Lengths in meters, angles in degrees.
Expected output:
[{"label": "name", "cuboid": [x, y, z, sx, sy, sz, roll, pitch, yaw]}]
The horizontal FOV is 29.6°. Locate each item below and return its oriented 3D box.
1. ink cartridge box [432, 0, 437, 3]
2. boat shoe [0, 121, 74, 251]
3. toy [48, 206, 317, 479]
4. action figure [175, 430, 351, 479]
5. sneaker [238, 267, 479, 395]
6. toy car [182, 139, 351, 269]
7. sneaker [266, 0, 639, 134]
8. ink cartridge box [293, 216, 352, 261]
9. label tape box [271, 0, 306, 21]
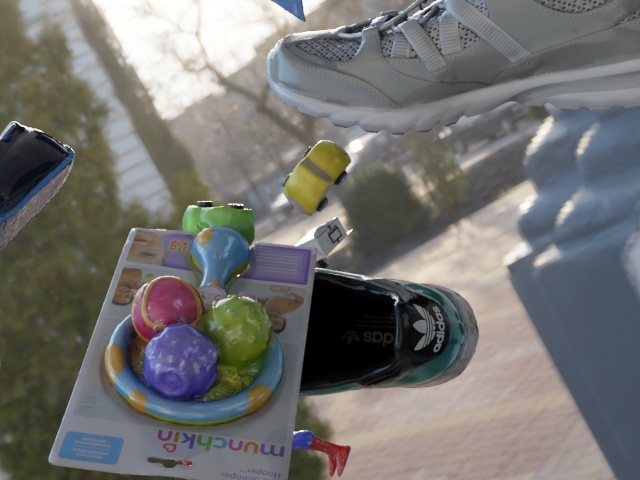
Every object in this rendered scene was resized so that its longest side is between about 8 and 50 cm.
[{"label": "ink cartridge box", "cuboid": [0.307, -0.309, 1.602, 0.269, 0.151, 0.395, -5, 20, 19]}, {"label": "boat shoe", "cuboid": [-0.335, -0.026, 1.140, 0.109, 0.089, 0.258, -54, 1, 33]}, {"label": "toy", "cuboid": [-0.076, 0.050, 0.768, 0.136, 0.056, 0.237, 7, 33, 1]}, {"label": "action figure", "cuboid": [-0.111, 0.318, 1.785, 0.091, 0.280, 0.139, 135, 157, -72]}, {"label": "sneaker", "cuboid": [-0.040, 0.068, 0.924, 0.302, 0.108, 0.121, -7, -12, 25]}, {"label": "toy car", "cuboid": [-0.076, -0.012, 1.553, 0.224, 0.239, 0.053, 3, 4, 12]}, {"label": "sneaker", "cuboid": [0.099, -0.144, 0.783, 0.281, 0.115, 0.105, -6, 26, 12]}, {"label": "ink cartridge box", "cuboid": [0.000, 0.000, 1.472, 0.048, 0.028, 0.083, -25, 10, 32]}, {"label": "label tape box", "cuboid": [-0.142, -0.452, 1.588, 0.106, 0.333, 0.241, -59, -10, -11]}]
